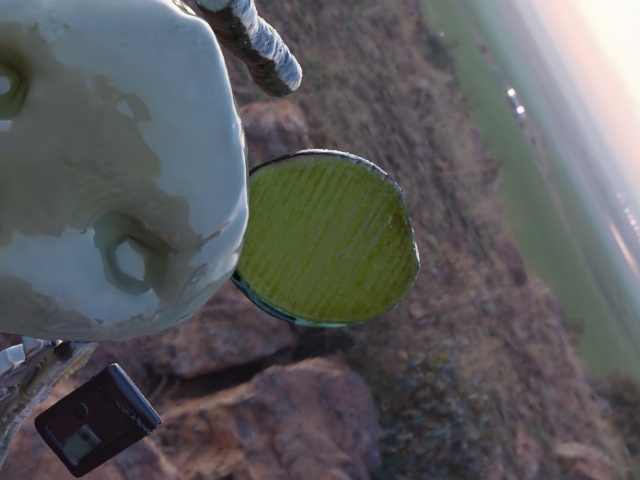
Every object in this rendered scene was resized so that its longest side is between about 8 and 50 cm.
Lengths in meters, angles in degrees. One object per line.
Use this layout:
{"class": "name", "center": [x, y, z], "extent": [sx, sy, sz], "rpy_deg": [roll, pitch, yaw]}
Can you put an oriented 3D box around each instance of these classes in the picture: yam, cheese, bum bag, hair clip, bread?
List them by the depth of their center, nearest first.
{"class": "cheese", "center": [-0.156, -0.040, 0.407], "extent": [0.093, 0.262, 0.159], "rpy_deg": [-104, -157, -63]}
{"class": "hair clip", "center": [-0.190, 0.102, 0.625], "extent": [0.062, 0.214, 0.056], "rpy_deg": [-14, 59, -51]}
{"class": "bread", "center": [0.000, 0.000, 1.123], "extent": [0.228, 0.228, 0.033], "rpy_deg": [55, 23, -22]}
{"class": "yam", "center": [-0.079, -0.224, 1.146], "extent": [0.061, 0.061, 0.253], "rpy_deg": [67, 8, 17]}
{"class": "bum bag", "center": [-0.300, 0.243, 1.392], "extent": [0.109, 0.159, 0.026], "rpy_deg": [54, 18, -6]}
